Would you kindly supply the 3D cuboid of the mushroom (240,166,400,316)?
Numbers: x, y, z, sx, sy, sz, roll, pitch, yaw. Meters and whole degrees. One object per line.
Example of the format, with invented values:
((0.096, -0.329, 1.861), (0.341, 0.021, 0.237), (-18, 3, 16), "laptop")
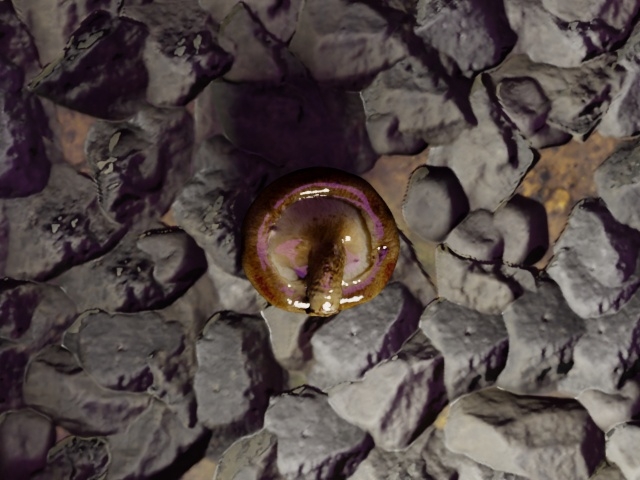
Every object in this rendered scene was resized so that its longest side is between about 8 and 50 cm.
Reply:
((0.000, 0.000, 1.530), (0.127, 0.087, 0.127), (0, 93, -11), "mushroom")
